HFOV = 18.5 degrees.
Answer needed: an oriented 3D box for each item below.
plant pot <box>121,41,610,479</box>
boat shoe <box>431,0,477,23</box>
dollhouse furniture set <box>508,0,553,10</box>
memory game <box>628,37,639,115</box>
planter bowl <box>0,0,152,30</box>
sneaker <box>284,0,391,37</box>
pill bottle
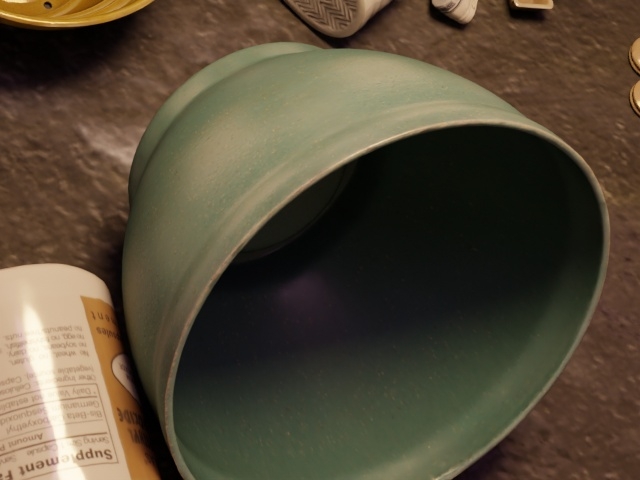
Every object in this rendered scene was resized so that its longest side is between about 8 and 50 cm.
[{"bbox_3d":[0.000,0.000,1.187,0.293,0.293,0.196,-12,41,-26],"label":"plant pot"},{"bbox_3d":[0.109,-0.204,1.468,0.035,0.035,0.100,37,47,-32],"label":"boat shoe"},{"bbox_3d":[0.178,-0.234,1.478,0.091,0.081,0.114,1,63,-20],"label":"dollhouse furniture set"},{"bbox_3d":[0.321,-0.112,1.509,0.186,0.012,0.186,9,60,-16],"label":"memory game"},{"bbox_3d":[-0.197,-0.211,1.314,0.217,0.090,0.217,9,60,-16],"label":"planter bowl"},{"bbox_3d":[-0.021,-0.300,1.431,0.292,0.108,0.169,51,55,-2],"label":"sneaker"},{"bbox_3d":[-0.156,0.141,1.114,0.131,0.131,0.229,-7,66,-25],"label":"pill bottle"}]
